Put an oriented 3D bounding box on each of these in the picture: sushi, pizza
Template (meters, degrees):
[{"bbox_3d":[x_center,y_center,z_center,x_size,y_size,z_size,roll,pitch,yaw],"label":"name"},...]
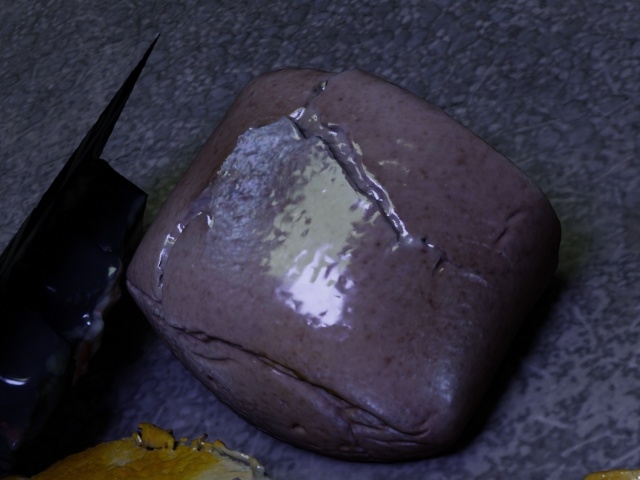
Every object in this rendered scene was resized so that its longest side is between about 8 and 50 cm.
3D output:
[{"bbox_3d":[-0.194,0.059,1.246,0.296,0.100,0.373,-56,5,42],"label":"sushi"},{"bbox_3d":[-0.159,0.197,1.131,0.297,0.071,0.189,-23,13,13],"label":"pizza"}]

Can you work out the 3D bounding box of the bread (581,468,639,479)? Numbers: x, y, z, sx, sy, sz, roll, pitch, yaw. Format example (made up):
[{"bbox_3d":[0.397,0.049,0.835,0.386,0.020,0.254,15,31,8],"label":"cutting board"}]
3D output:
[{"bbox_3d":[0.178,0.192,0.952,0.074,0.053,0.132,-13,41,27],"label":"bread"}]

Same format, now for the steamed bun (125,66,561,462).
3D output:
[{"bbox_3d":[0.000,0.000,1.162,0.301,0.199,0.251,17,59,44],"label":"steamed bun"}]
